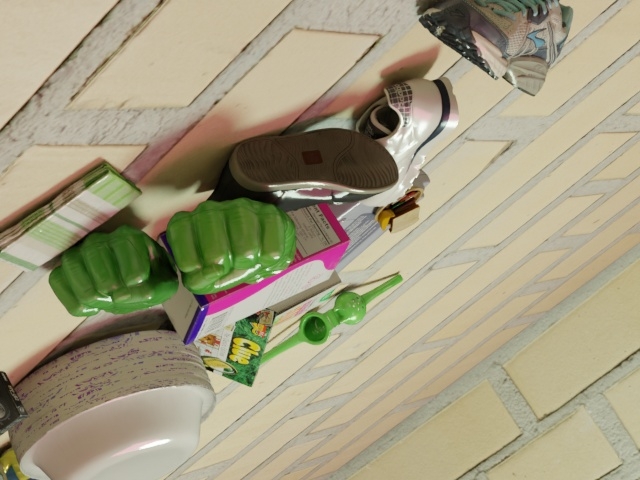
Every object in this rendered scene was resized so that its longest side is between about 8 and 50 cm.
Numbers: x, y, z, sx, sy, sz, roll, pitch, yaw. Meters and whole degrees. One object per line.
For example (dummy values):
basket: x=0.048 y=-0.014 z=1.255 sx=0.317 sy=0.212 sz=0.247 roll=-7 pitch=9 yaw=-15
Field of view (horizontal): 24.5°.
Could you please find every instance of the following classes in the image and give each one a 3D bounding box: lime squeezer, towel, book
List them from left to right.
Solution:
towel: x=-0.266 y=-0.024 z=1.535 sx=0.152 sy=0.023 sz=0.113 roll=-35 pitch=166 yaw=2
book: x=-0.048 y=0.093 z=2.082 sx=0.144 sy=0.035 sz=0.096 roll=-25 pitch=167 yaw=-25
lime squeezer: x=0.011 y=0.129 z=2.467 sx=0.310 sy=0.059 sz=0.110 roll=-31 pitch=-166 yaw=-10

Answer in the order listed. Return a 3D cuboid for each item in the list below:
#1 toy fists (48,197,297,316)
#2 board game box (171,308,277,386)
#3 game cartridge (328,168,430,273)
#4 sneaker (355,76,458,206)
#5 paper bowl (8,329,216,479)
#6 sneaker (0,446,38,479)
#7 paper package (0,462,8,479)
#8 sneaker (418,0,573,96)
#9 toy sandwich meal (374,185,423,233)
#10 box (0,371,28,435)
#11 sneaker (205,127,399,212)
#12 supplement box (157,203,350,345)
toy fists: x=-0.162 y=0.022 z=1.626 sx=0.279 sy=0.096 sz=0.142 roll=-14 pitch=163 yaw=12
board game box: x=-0.140 y=0.131 z=2.041 sx=0.259 sy=0.136 sz=0.030 roll=108 pitch=0 yaw=-65
game cartridge: x=0.000 y=0.000 z=2.036 sx=0.294 sy=0.060 sz=0.196 roll=-42 pitch=165 yaw=30
sneaker: x=0.078 y=-0.120 z=1.798 sx=0.095 sy=0.090 sz=0.235 roll=-8 pitch=150 yaw=-28
paper bowl: x=-0.280 y=0.252 z=2.019 sx=0.284 sy=0.148 sz=0.284 roll=-21 pitch=158 yaw=-9
sneaker: x=-0.438 y=0.370 z=2.180 sx=0.240 sy=0.126 sz=0.091 roll=-39 pitch=163 yaw=20
paper package: x=-0.600 y=0.441 z=2.019 sx=0.309 sy=0.168 sz=0.325 roll=-37 pitch=163 yaw=16
sneaker: x=0.204 y=-0.250 z=1.636 sx=0.122 sy=0.110 sz=0.283 roll=-55 pitch=161 yaw=13
toy sandwich meal: x=0.109 y=-0.040 z=1.974 sx=0.086 sy=0.029 sz=0.085 roll=-29 pitch=163 yaw=-10
box: x=-0.420 y=0.217 z=1.867 sx=0.083 sy=0.067 sz=0.018 roll=-35 pitch=163 yaw=14
sneaker: x=-0.025 y=-0.070 z=1.719 sx=0.222 sy=0.083 sz=0.118 roll=0 pitch=155 yaw=-29
supplement box: x=-0.090 y=0.022 z=1.826 sx=0.220 sy=0.114 sz=0.111 roll=-22 pitch=161 yaw=-26
